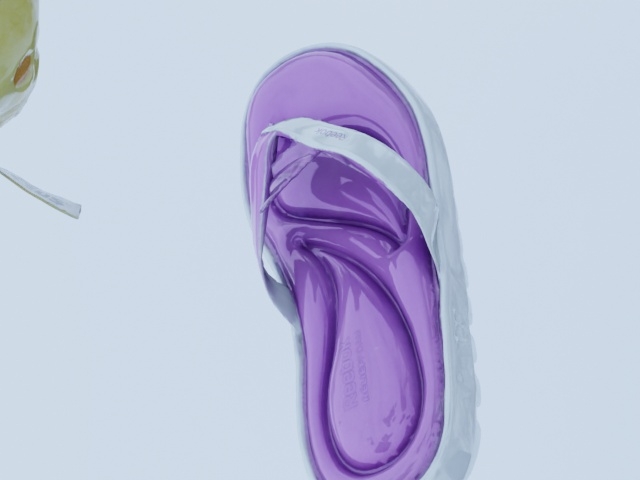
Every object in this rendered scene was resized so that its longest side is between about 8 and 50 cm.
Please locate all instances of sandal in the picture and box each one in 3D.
[{"bbox_3d":[0.012,-0.009,0.785,0.169,0.102,0.416,-34,-132,19],"label":"sandal"}]

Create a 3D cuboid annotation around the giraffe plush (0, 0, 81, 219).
[{"bbox_3d":[-0.135,-0.128,0.398,0.170,0.210,0.181,-59,-148,4],"label":"giraffe plush"}]
